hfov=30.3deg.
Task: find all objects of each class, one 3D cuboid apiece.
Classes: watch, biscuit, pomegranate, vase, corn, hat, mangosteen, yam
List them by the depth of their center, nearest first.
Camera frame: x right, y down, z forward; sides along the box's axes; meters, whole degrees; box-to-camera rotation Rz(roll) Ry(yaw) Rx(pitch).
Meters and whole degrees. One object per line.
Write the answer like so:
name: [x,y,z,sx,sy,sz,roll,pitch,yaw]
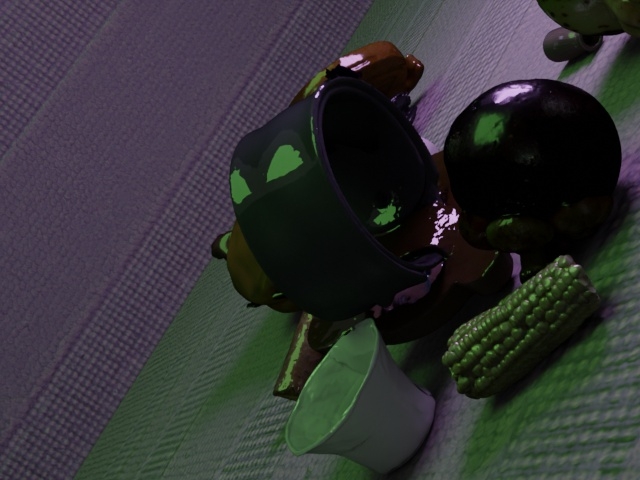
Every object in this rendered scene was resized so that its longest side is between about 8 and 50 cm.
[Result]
corn: [0.219,0.090,1.261,0.211,0.087,0.087,-43,16,31]
mangosteen: [0.243,-0.061,1.362,0.211,0.211,0.250,153,119,-66]
hat: [0.059,0.206,1.435,0.203,0.126,0.203,-51,12,15]
watch: [0.045,-0.056,1.540,0.314,0.327,0.335,-27,35,32]
pomegranate: [0.414,-0.353,1.570,0.204,0.276,0.222,-5,-41,-50]
vase: [0.384,-0.302,1.790,0.053,0.053,0.101,-56,17,-10]
yam: [-0.001,0.123,1.944,0.066,0.066,0.299,-27,42,66]
biscuit: [0.077,-0.279,2.524,0.350,0.070,0.394,-32,-19,-5]

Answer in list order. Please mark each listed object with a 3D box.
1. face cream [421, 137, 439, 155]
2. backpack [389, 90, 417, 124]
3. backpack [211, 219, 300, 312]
face cream: [0.119,-0.037,1.966,0.102,0.102,0.345,-43,16,44]
backpack: [0.109,-0.196,2.429,0.258,0.133,0.206,-51,13,-19]
backpack: [-0.054,-0.045,2.284,0.353,0.201,0.378,-28,51,61]
